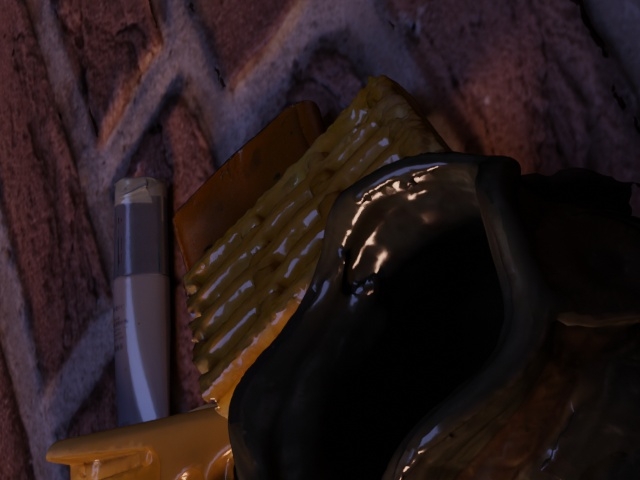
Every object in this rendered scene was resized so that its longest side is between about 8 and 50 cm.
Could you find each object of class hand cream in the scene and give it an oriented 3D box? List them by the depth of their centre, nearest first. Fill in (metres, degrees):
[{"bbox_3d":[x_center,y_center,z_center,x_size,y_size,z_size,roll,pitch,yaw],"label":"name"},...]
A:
[{"bbox_3d":[-0.158,0.071,1.597,0.079,0.048,0.255,-23,66,58],"label":"hand cream"}]

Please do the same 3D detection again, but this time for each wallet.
[{"bbox_3d":[-0.040,0.001,1.446,0.195,0.042,0.161,-44,53,39],"label":"wallet"}]

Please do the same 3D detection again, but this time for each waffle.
[{"bbox_3d":[0.000,0.000,1.234,0.221,0.055,0.248,-46,16,8],"label":"waffle"}]

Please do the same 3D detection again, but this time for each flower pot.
[{"bbox_3d":[0.107,0.083,1.006,0.302,0.213,0.301,-45,28,32],"label":"flower pot"}]

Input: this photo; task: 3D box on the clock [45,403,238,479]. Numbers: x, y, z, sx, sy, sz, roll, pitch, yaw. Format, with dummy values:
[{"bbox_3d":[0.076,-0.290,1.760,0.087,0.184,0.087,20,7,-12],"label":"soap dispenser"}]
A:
[{"bbox_3d":[-0.028,0.220,1.257,0.317,0.200,0.244,-21,68,44],"label":"clock"}]
